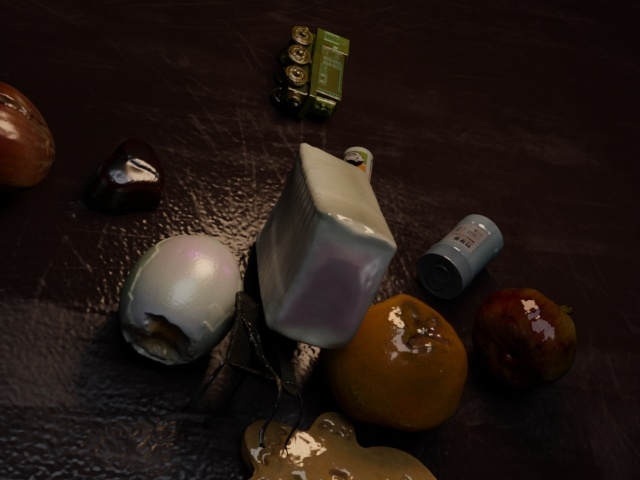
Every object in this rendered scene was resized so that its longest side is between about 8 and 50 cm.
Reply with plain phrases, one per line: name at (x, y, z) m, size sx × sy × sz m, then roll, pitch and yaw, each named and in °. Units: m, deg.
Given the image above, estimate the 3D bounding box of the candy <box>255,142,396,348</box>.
candy at (0.001, 0.003, 1.628) m, size 0.145 × 0.208 × 0.358 m, roll 22°, pitch 19°, yaw -16°

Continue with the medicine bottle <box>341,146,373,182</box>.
medicine bottle at (0.045, -0.080, 1.894) m, size 0.092 × 0.061 × 0.220 m, roll 3°, pitch 51°, yaw 7°

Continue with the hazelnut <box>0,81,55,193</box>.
hazelnut at (-0.527, -0.171, 1.616) m, size 0.181 × 0.181 × 0.212 m, roll -10°, pitch 49°, yaw -8°

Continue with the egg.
egg at (-0.212, 0.080, 1.572) m, size 0.183 × 0.183 × 0.217 m, roll 24°, pitch 48°, yaw -7°

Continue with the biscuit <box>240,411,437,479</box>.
biscuit at (0.037, 0.397, 1.542) m, size 0.355 × 0.052 × 0.275 m, roll 21°, pitch 50°, yaw -9°

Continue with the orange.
orange at (0.130, 0.199, 1.633) m, size 0.249 × 0.183 × 0.249 m, roll 16°, pitch 50°, yaw -20°

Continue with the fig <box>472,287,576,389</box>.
fig at (0.388, 0.183, 1.815) m, size 0.290 × 0.191 × 0.190 m, roll 22°, pitch 38°, yaw -58°

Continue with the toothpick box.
toothpick box at (0.261, 0.029, 1.880) m, size 0.101 × 0.101 × 0.153 m, roll 43°, pitch 49°, yaw 9°

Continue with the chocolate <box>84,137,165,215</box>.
chocolate at (-0.326, -0.107, 1.724) m, size 0.125 × 0.080 × 0.148 m, roll 36°, pitch 48°, yaw 4°

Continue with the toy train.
toy train at (-0.016, -0.337, 2.030) m, size 0.137 × 0.090 × 0.225 m, roll 19°, pitch 51°, yaw -16°

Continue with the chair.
chair at (-0.096, 0.191, 1.495) m, size 0.149 × 0.174 × 0.213 m, roll 14°, pitch 77°, yaw 20°
